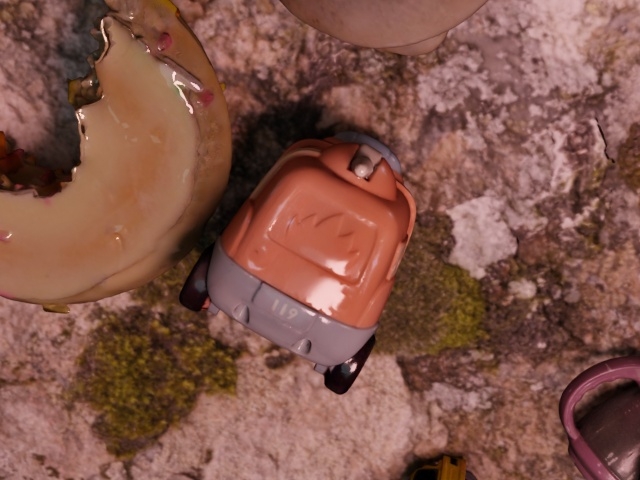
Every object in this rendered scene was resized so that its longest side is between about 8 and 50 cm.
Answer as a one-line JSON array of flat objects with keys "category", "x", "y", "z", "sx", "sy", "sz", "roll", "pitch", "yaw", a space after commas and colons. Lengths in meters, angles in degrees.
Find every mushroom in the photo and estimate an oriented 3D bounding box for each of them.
[{"category": "mushroom", "x": 0.067, "y": -0.261, "z": 1.344, "sx": 0.243, "sy": 0.243, "sz": 0.243, "roll": 4, "pitch": 117, "yaw": 7}]

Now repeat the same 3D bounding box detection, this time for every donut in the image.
[{"category": "donut", "x": -0.250, "y": -0.089, "z": 1.491, "sx": 0.371, "sy": 0.150, "sz": 0.307, "roll": -19, "pitch": 112, "yaw": 17}]

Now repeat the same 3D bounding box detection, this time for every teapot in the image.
[{"category": "teapot", "x": 0.324, "y": 0.187, "z": 1.572, "sx": 0.146, "sy": 0.116, "sz": 0.148, "roll": -45, "pitch": 77, "yaw": 12}]

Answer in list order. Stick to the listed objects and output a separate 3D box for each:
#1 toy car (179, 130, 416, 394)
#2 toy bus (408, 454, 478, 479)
[{"category": "toy car", "x": 0.000, "y": 0.000, "z": 1.451, "sx": 0.180, "sy": 0.270, "sz": 0.212, "roll": 30, "pitch": 98, "yaw": -1}, {"category": "toy bus", "x": 0.077, "y": 0.391, "z": 1.680, "sx": 0.151, "sy": 0.145, "sz": 0.331, "roll": 12, "pitch": 118, "yaw": 5}]
